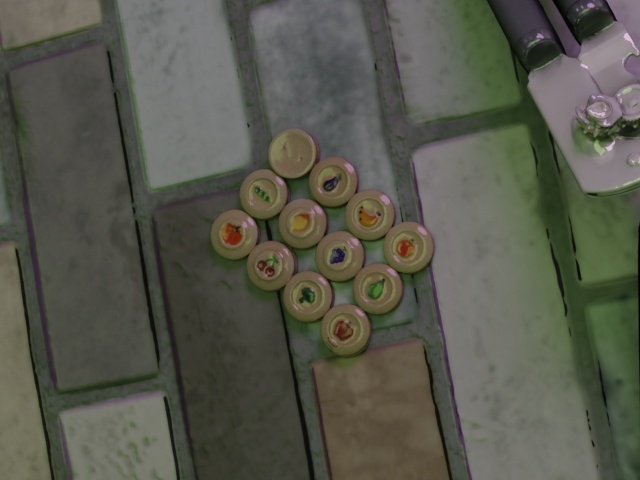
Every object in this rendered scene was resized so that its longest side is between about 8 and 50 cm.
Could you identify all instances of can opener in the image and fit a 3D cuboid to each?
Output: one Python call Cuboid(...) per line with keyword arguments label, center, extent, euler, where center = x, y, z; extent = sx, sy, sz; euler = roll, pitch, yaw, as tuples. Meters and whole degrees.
Cuboid(label="can opener", center=(0.160, -0.131, 1.056), extent=(0.074, 0.093, 0.280), euler=(-30, 57, 10))

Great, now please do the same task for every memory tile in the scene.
Cuboid(label="memory tile", center=(0.000, 0.000, 1.149), extent=(0.148, 0.012, 0.113), euler=(40, 97, 16))

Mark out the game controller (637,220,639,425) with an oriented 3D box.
Cuboid(label="game controller", center=(0.288, 0.113, 1.025), extent=(0.166, 0.067, 0.319), euler=(-1, 86, 17))
